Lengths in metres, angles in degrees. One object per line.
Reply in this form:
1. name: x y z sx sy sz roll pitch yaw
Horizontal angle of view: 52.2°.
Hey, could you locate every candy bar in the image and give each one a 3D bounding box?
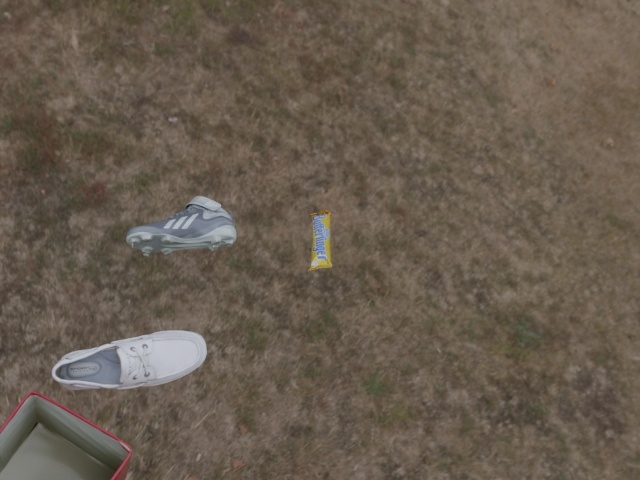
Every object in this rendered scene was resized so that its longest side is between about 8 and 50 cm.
1. candy bar: 0.000 0.000 1.105 0.040 0.018 0.161 -14 36 11

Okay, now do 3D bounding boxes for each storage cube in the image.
1. storage cube: -0.435 0.388 1.043 0.215 0.193 0.184 29 53 1

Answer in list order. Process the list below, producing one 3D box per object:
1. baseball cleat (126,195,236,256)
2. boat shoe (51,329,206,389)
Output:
1. baseball cleat: -0.261 -0.029 1.217 0.205 0.072 0.110 2 60 -30
2. boat shoe: -0.348 0.228 1.200 0.277 0.096 0.098 -11 84 -7
